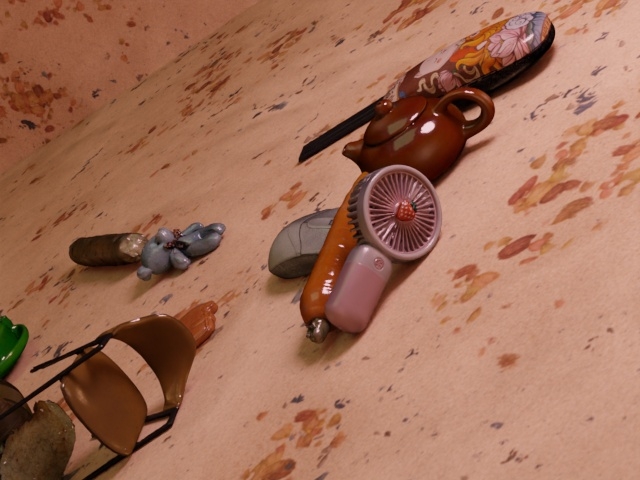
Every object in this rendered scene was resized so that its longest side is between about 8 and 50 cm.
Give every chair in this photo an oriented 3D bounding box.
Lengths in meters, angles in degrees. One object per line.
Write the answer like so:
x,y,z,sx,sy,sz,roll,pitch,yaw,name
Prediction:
-0.308,0.221,1.835,0.247,0.158,0.172,-29,21,28,chair

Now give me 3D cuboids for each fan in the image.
0.077,0.013,1.695,0.074,0.130,0.244,-14,45,56,fan

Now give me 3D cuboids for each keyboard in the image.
0.044,-0.206,2.334,0.202,0.011,0.067,-30,21,23,keyboard

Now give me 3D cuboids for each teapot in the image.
0.143,-0.164,1.910,0.252,0.135,0.178,-26,28,33,teapot

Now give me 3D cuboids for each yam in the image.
-0.428,0.019,2.583,0.317,0.067,0.071,-3,53,59,yam

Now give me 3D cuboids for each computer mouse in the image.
-0.005,-0.004,1.916,0.229,0.068,0.113,-19,30,43,computer mouse

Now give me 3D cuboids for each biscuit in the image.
-0.207,0.144,2.021,0.102,0.019,0.130,-32,23,22,biscuit

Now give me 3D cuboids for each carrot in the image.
0.025,0.015,1.784,0.069,0.069,0.336,-24,34,34,carrot

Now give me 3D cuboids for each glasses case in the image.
0.232,-0.272,2.054,0.321,0.082,0.122,-24,28,35,glasses case

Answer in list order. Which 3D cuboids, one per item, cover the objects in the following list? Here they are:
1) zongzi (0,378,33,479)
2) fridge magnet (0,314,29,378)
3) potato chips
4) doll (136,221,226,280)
-0.580,0.370,2.020,0.317,0.154,0.289,-49,14,-9,zongzi
-0.656,0.234,2.486,0.208,0.088,0.208,-33,21,15,fridge magnet
-0.418,0.315,1.862,0.026,0.142,0.209,-20,51,26,potato chips
-0.259,0.004,2.317,0.180,0.075,0.120,-25,28,33,doll
